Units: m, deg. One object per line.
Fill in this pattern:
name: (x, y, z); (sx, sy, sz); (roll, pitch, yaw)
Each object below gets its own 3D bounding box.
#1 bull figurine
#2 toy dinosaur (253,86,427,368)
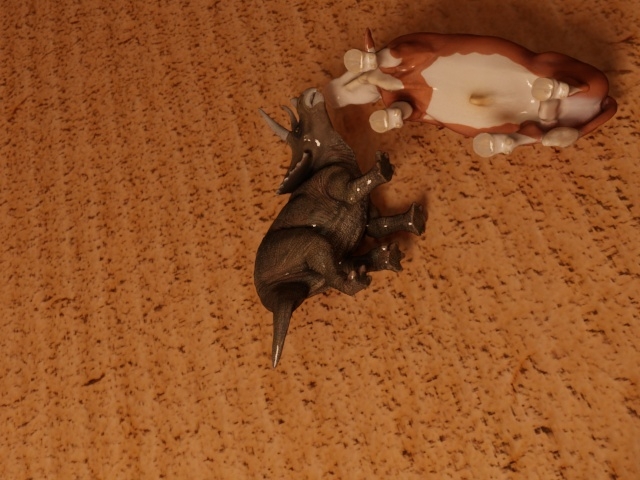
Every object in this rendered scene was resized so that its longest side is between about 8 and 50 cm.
bull figurine: (0.128, -0.150, 1.047); (0.310, 0.101, 0.188); (8, 20, 24)
toy dinosaur: (0.000, 0.000, 1.047); (0.160, 0.121, 0.313); (-6, 57, 37)
